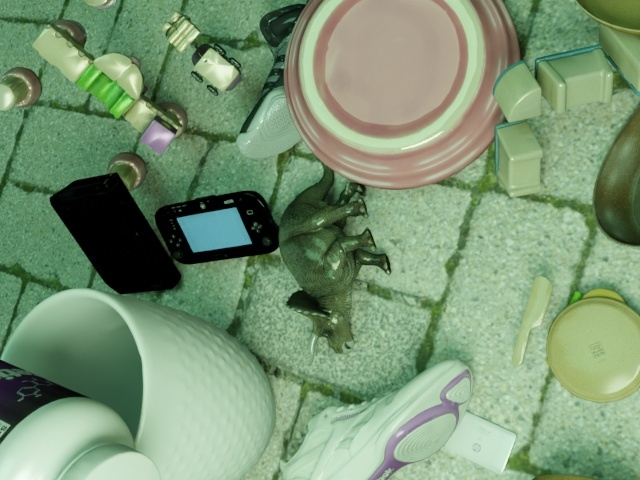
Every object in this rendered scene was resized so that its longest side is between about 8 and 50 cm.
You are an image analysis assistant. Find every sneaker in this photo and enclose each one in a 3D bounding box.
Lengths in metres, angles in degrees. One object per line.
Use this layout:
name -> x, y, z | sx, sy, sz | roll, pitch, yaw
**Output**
sneaker -> -0.055, -0.257, 1.320 | 0.268, 0.101, 0.153 | -48, 56, 5
sneaker -> 0.059, 0.241, 1.095 | 0.305, 0.114, 0.152 | -44, 46, 10

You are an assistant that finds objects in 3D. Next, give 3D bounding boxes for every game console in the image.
game console -> -0.231, -0.019, 1.308 | 0.361, 0.213, 0.044 | -9, 36, 28

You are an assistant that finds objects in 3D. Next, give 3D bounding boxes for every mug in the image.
mug -> -0.237, 0.272, 1.147 | 0.276, 0.328, 0.374 | 18, 87, 35

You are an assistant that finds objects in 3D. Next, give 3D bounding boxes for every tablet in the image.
tablet -> 0.200, 0.251, 1.069 | 0.083, 0.006, 0.054 | 20, 88, 35

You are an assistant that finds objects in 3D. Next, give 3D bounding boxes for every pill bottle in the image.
pill bottle -> -0.324, 0.233, 0.903 | 0.323, 0.181, 0.181 | 12, 84, 34

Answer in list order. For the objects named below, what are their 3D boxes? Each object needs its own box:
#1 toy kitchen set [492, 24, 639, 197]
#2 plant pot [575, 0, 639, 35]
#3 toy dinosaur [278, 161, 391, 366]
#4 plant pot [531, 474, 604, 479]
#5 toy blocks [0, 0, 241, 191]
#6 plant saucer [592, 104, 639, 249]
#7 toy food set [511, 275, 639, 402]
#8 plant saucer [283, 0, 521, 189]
toy kitchen set -> 0.318, -0.167, 1.067 | 0.207, 0.166, 0.122 | -12, 42, 0
plant pot -> 0.421, -0.329, 1.034 | 0.236, 0.032, 0.236 | -11, 54, 15
toy dinosaur -> 0.000, 0.000, 1.199 | 0.160, 0.121, 0.313 | -22, 70, 12
plant pot -> 0.266, 0.383, 0.878 | 0.237, 0.237, 0.254 | -2, 60, 32
toy blocks -> -0.325, -0.273, 1.409 | 0.309, 0.288, 0.260 | -47, 15, 11
plant saucer -> 0.427, -0.107, 0.910 | 0.310, 0.050, 0.310 | -49, 16, 19
toy food set -> 0.332, 0.124, 1.006 | 0.192, 0.038, 0.132 | 20, 95, 30
plant saucer -> 0.102, -0.237, 1.159 | 0.332, 0.084, 0.332 | 0, 88, 16
